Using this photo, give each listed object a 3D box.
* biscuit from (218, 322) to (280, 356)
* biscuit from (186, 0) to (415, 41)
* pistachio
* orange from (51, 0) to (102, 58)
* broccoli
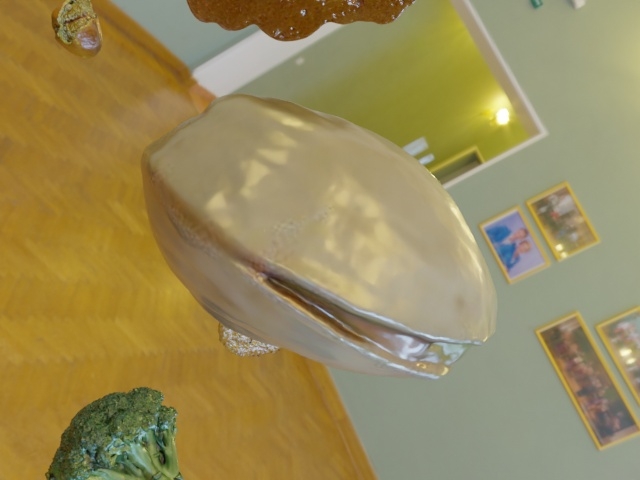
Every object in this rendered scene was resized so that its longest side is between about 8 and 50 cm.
[{"bbox_3d":[-0.113,0.170,1.507,0.035,0.254,0.254,49,-1,42],"label":"biscuit"},{"bbox_3d":[-0.025,-0.374,0.912,0.202,0.334,0.047,74,8,-46],"label":"biscuit"},{"bbox_3d":[0.000,0.000,0.779,0.446,0.281,0.365,30,18,-11],"label":"pistachio"},{"bbox_3d":[-0.335,-0.290,0.911,0.086,0.062,0.086,161,-90,-76],"label":"orange"},{"bbox_3d":[-0.359,0.414,1.229,0.270,0.270,0.270,39,4,16],"label":"broccoli"}]
